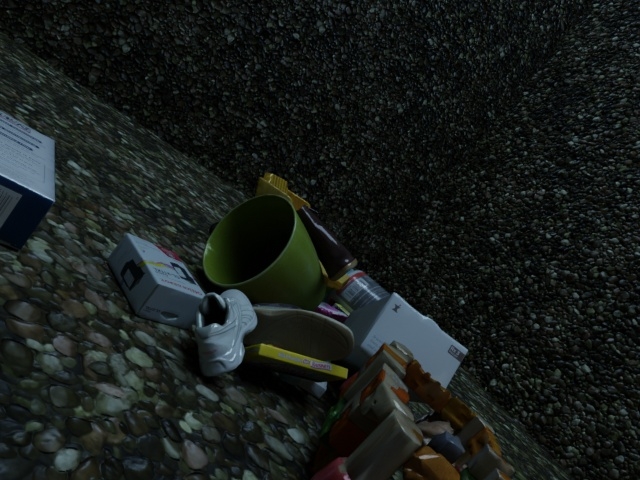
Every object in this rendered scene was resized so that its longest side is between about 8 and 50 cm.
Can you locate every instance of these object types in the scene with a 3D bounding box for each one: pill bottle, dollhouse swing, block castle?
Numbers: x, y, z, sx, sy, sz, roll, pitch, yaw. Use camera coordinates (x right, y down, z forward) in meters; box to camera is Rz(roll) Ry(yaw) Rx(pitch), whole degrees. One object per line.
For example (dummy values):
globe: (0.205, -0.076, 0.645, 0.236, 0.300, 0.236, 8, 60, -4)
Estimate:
pill bottle: (0.202, 0.290, 1.733, 0.363, 0.210, 0.210, 41, 7, 27)
dollhouse swing: (-0.038, -0.030, 1.605, 0.305, 0.315, 0.347, 11, 2, 9)
block castle: (0.146, 0.369, 0.801, 0.303, 0.213, 0.453, 42, 8, 5)

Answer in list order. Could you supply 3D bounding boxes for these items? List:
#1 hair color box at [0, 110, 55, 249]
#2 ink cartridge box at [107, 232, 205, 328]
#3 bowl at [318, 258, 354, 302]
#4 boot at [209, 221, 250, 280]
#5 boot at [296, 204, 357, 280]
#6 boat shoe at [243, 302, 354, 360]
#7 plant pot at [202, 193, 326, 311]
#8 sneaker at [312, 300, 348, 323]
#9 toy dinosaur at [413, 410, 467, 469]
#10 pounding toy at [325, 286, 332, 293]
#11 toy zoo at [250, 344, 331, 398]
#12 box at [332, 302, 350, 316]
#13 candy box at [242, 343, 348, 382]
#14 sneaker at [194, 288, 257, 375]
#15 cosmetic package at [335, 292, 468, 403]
hair color box: (-0.569, -0.132, 0.846, 0.174, 0.105, 0.347, 34, 7, -37)
ink cartridge box: (-0.311, 0.078, 0.938, 0.175, 0.072, 0.127, 42, 6, 39)
bowl: (0.007, 0.137, 1.978, 0.311, 0.163, 0.311, 38, 5, -4)
boot: (-0.273, 0.028, 1.479, 0.263, 0.091, 0.229, 41, 6, 12)
boot: (0.000, 0.000, 1.335, 0.207, 0.090, 0.248, 52, 0, -9)
boat shoe: (-0.064, 0.177, 1.015, 0.285, 0.103, 0.092, 4, 11, 15)
plant pot: (-0.113, 0.076, 1.300, 0.275, 0.275, 0.293, 44, -5, 46)
sneaker: (-0.002, 0.227, 1.516, 0.252, 0.103, 0.111, 35, 8, -33)
toy dinosaur: (0.278, 0.480, 1.195, 0.295, 0.127, 0.200, 16, 11, -41)
pounding toy: (-0.074, 0.171, 1.659, 0.236, 0.110, 0.183, 11, 6, 16)
toy zoo: (-0.063, 0.269, 1.161, 0.192, 0.030, 0.293, 38, 6, 2)
box: (0.112, 0.314, 1.618, 0.232, 0.087, 0.058, 39, 4, 25)
candy box: (-0.057, 0.244, 0.964, 0.206, 0.027, 0.105, 24, -32, -29)
sneaker: (-0.174, 0.134, 0.889, 0.232, 0.090, 0.115, -99, 177, -68)
cosmetic package: (0.166, 0.275, 1.219, 0.217, 0.156, 0.385, 37, -17, 2)
